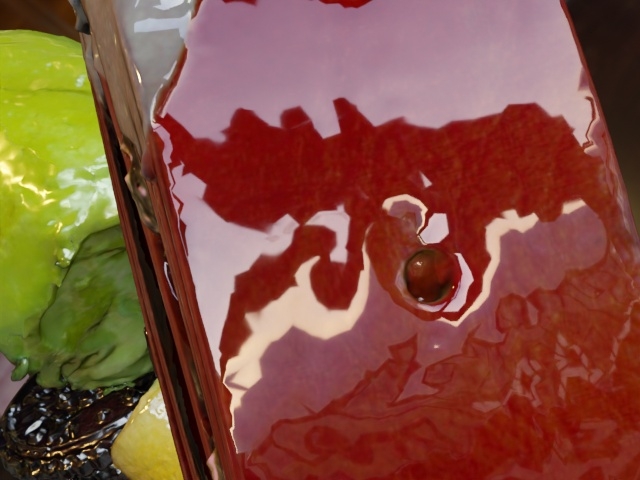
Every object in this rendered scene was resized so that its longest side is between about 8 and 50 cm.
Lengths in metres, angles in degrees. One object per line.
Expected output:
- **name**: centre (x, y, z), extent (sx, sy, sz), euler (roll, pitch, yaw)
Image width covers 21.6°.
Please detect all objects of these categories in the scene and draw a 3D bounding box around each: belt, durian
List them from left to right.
- **durian**: centre (-0.186, -0.020, 1.095), extent (0.204, 0.340, 0.256), euler (-41, -35, -28)
- **belt**: centre (0.000, 0.000, 0.484), extent (0.115, 0.324, 0.227), euler (-13, -14, -11)

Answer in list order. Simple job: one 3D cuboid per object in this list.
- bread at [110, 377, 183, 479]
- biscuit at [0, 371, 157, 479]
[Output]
- **bread**: centre (-0.038, 0.084, 1.089), extent (0.245, 0.094, 0.102), euler (-50, -4, -43)
- **biscuit**: centre (-0.154, 0.116, 1.253), extent (0.194, 0.053, 0.194), euler (-23, 27, 13)
